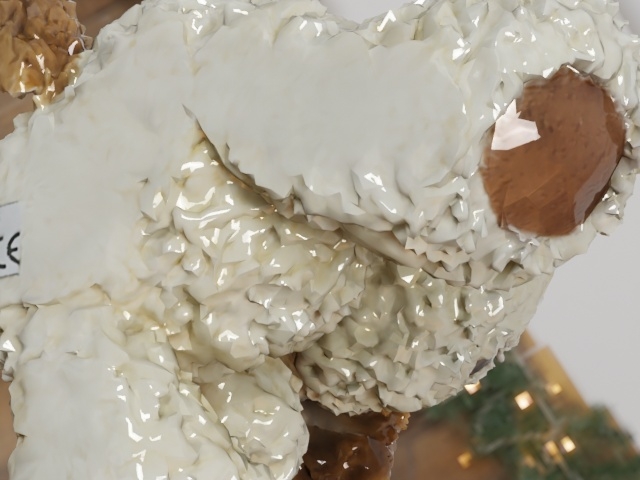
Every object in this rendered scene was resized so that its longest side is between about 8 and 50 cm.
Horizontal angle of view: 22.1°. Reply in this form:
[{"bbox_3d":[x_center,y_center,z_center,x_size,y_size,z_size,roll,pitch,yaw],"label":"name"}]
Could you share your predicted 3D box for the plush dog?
[{"bbox_3d":[0.000,0.000,0.574,0.210,0.262,0.225,47,17,31],"label":"plush dog"}]
